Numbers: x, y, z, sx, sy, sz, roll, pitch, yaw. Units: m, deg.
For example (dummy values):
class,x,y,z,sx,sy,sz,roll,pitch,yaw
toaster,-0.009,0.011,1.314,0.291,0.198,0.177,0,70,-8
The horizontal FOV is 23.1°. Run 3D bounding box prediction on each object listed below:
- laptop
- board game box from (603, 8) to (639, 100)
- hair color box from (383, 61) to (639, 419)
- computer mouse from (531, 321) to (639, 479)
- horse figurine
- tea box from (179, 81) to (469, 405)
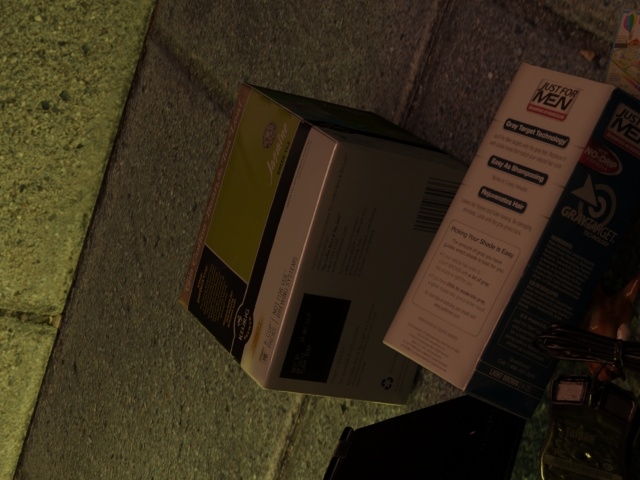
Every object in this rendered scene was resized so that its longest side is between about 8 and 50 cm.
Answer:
class,x,y,z,sx,sy,sz,roll,pitch,yaw
laptop,0.085,0.401,1.792,0.382,0.236,0.408,-63,-22,-50
board game box,0.362,-0.186,1.660,0.154,0.026,0.103,28,106,61
hair color box,0.219,-0.004,1.669,0.174,0.105,0.347,28,92,58
computer mouse,0.310,0.177,1.568,0.060,0.184,0.262,-60,-29,-41
horse figurine,0.274,0.061,1.706,0.263,0.066,0.174,4,79,60
tea box,0.000,0.000,2.065,0.323,0.220,0.329,39,115,58
